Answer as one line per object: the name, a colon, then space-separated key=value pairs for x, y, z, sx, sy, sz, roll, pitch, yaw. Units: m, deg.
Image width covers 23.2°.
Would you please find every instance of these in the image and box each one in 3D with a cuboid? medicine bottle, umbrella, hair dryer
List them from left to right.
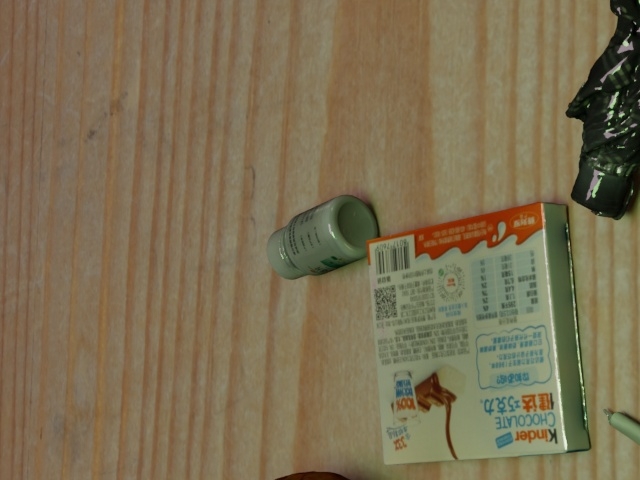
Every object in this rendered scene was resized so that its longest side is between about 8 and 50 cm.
medicine bottle: x=0.000 y=0.000 z=1.883 sx=0.130 sy=0.080 sz=0.080 roll=-25 pitch=69 yaw=45
umbrella: x=0.303 y=-0.191 z=1.527 sx=0.154 sy=0.128 sz=0.336 roll=46 pitch=123 yaw=35
hair dryer: x=0.325 y=0.191 z=1.546 sx=0.124 sy=0.038 sz=0.063 roll=35 pitch=111 yaw=52

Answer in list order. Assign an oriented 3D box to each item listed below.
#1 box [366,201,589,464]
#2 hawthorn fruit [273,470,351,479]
box: x=0.166 y=0.109 z=1.714 sx=0.273 sy=0.048 sz=0.264 roll=-11 pitch=79 yaw=46
hawthorn fruit: x=-0.045 y=0.384 z=1.765 sx=0.242 sy=0.272 sz=0.241 roll=8 pitch=100 yaw=56
